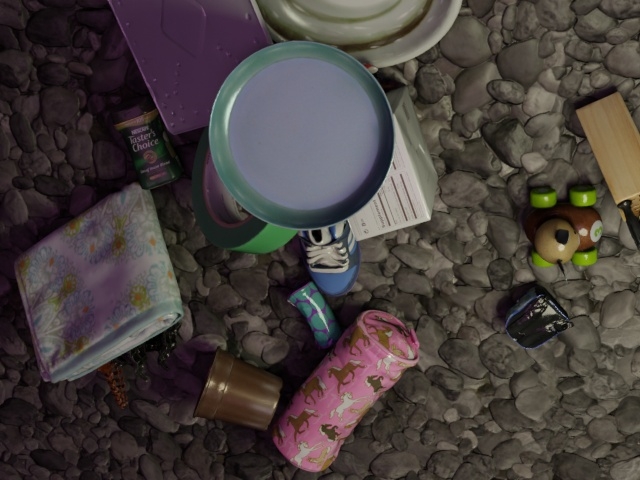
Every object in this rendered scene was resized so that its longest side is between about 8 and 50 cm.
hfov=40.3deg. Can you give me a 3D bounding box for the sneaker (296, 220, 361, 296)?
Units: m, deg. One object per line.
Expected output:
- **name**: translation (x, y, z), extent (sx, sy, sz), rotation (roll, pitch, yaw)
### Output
- **sneaker**: translation (0.000, 0.000, 1.720), extent (0.130, 0.236, 0.323), rotation (0, 111, 11)

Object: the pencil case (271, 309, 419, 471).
- **pencil case**: translation (0.053, 0.325, 1.885), extent (0.160, 0.167, 0.386), rotation (42, 115, 16)

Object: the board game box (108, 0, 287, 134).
- **board game box**: translation (-0.236, -0.409, 1.597), extent (0.390, 0.050, 0.390), rotation (-6, 113, 48)

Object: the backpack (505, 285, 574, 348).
- **backpack**: translation (0.438, 0.160, 1.786), extent (0.114, 0.084, 0.105), rotation (-41, 100, 18)

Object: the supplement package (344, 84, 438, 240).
- **supplement package**: translation (0.115, -0.151, 1.625), extent (0.145, 0.262, 0.204), rotation (-17, 106, 16)

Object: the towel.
- **towel**: translation (-0.476, 0.094, 1.843), extent (0.374, 0.090, 0.320), rotation (-29, 68, 19)

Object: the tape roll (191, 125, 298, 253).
- **tape roll**: translation (-0.127, -0.136, 1.664), extent (0.077, 0.321, 0.321), rotation (11, 122, -40)

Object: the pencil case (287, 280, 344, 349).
- **pencil case**: translation (-0.012, 0.159, 1.881), extent (0.070, 0.064, 0.152), rotation (-30, 104, 7)

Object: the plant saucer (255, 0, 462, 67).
- **plant saucer**: translation (0.053, -0.475, 1.541), extent (0.400, 0.100, 0.400), rotation (6, 148, 4)

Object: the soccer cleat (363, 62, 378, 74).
- **soccer cleat**: translation (0.073, -0.314, 1.665), extent (0.083, 0.029, 0.036), rotation (-6, 67, 33)

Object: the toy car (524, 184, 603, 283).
- **toy car**: translation (0.467, -0.002, 1.659), extent (0.149, 0.188, 0.155), rotation (-3, 111, 12)

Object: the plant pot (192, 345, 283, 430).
- **plant pot**: translation (-0.180, 0.341, 1.940), extent (0.165, 0.167, 0.167), rotation (21, 114, -6)

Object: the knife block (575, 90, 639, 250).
- **knife block**: translation (0.563, -0.109, 1.570), extent (0.088, 0.242, 0.276), rotation (-24, 105, 17)

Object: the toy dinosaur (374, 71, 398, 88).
- **toy dinosaur**: translation (0.090, -0.289, 1.698), extent (0.090, 0.047, 0.082), rotation (30, 135, -15)

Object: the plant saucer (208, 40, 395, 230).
- **plant saucer**: translation (-0.030, -0.176, 1.473), extent (0.317, 0.044, 0.318), rotation (2, 104, 9)

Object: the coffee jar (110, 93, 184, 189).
- **coffee jar**: translation (-0.357, -0.203, 1.790), extent (0.096, 0.079, 0.184), rotation (-19, 107, 7)

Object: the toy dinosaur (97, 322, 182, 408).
- **toy dinosaur**: translation (-0.445, 0.218, 1.965), extent (0.218, 0.164, 0.322), rotation (11, 131, 27)
